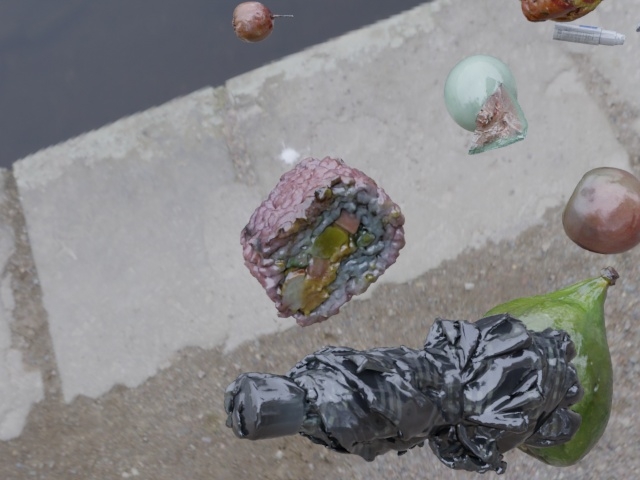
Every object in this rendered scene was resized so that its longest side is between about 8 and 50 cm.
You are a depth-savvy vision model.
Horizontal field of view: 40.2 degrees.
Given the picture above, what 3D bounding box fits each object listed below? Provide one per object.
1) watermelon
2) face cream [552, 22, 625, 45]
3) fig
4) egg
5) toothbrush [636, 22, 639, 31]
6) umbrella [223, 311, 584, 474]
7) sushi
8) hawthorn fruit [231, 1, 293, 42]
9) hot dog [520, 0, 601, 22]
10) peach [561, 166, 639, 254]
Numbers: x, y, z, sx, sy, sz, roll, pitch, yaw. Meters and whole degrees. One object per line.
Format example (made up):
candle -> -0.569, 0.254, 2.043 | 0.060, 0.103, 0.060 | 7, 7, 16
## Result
watermelon -> 0.336, -0.230, 1.624 | 0.101, 0.080, 0.155 | 6, 40, 16
face cream -> 0.503, -0.384, 1.637 | 0.130, 0.034, 0.034 | 12, 68, 17
fig -> 0.294, 0.139, 1.085 | 0.203, 0.203, 0.235 | 37, 70, 22
egg -> 0.325, -0.297, 1.777 | 0.149, 0.149, 0.192 | 3, 35, 10
toothbrush -> 0.636, -0.435, 1.620 | 0.011, 0.167, 0.014 | 11, 69, -12
umbrella -> 0.092, 0.127, 0.754 | 0.154, 0.337, 0.128 | -63, 37, 20
sushi -> 0.000, 0.000, 1.445 | 0.270, 0.236, 0.171 | -45, 34, 3
hawthorn fruit -> -0.093, -0.359, 1.416 | 0.103, 0.066, 0.066 | -21, 64, -11
hot dog -> 0.436, -0.478, 1.510 | 0.150, 0.256, 0.153 | 31, 47, -10
peach -> 0.263, -0.025, 0.797 | 0.083, 0.083, 0.083 | -4, 65, 8
